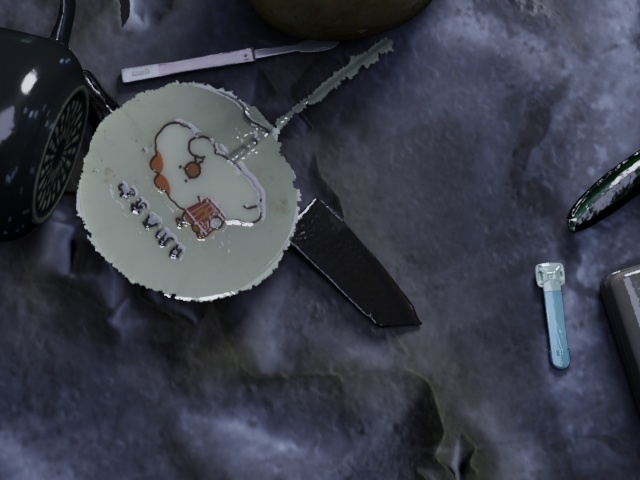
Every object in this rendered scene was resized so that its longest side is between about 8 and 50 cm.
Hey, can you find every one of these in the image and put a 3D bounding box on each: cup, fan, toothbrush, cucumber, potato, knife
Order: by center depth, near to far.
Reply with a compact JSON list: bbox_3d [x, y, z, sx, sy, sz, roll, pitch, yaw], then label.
[{"bbox_3d":[-0.280,-0.121,1.095,0.177,0.169,0.223,17,87,4],"label":"cup"},{"bbox_3d":[0.030,-0.270,1.161,0.235,0.160,0.178,-50,128,-24],"label":"potato"},{"bbox_3d":[-0.175,-0.091,1.167,0.039,0.043,0.163,-35,84,-6],"label":"cucumber"},{"bbox_3d":[-0.058,-0.082,1.168,0.329,0.009,0.190,-41,91,-19],"label":"fan"},{"bbox_3d":[0.000,0.000,1.184,0.230,0.028,0.060,41,67,-1],"label":"knife"},{"bbox_3d":[-0.079,-0.160,1.198,0.194,0.017,0.014,-10,84,-8],"label":"toothbrush"},{"bbox_3d":[0.207,0.067,1.202,0.027,0.010,0.096,-5,85,-8],"label":"knife"},{"bbox_3d":[0.290,-0.064,1.218,0.184,0.033,0.036,-32,105,-10],"label":"cucumber"}]

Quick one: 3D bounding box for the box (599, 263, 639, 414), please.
[{"bbox_3d":[0.329,0.133,1.184,0.103,0.055,0.243,-17,84,-8],"label":"box"}]
